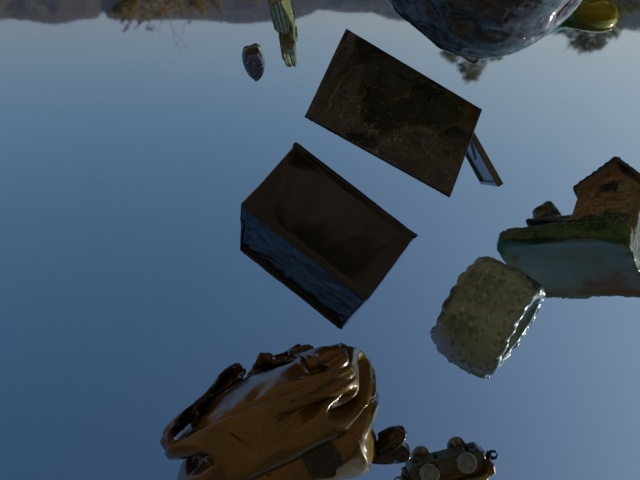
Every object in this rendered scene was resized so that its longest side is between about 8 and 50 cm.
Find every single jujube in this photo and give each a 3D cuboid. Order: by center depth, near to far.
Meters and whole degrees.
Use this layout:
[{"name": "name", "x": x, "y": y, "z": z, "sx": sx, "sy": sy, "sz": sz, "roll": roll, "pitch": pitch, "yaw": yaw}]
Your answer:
[{"name": "jujube", "x": 0.192, "y": -0.373, "z": 0.630, "sx": 0.308, "sy": 0.215, "sz": 0.246, "roll": 31, "pitch": -118, "yaw": -7}]

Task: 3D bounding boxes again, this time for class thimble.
[{"name": "thimble", "x": 0.354, "y": 0.164, "z": 1.097, "sx": 0.172, "sy": 0.205, "sz": 0.250, "roll": 32, "pitch": -98, "yaw": 30}]

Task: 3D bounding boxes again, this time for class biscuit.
[{"name": "biscuit", "x": -0.093, "y": -0.565, "z": 1.272, "sx": 0.046, "sy": 0.147, "sz": 0.250, "roll": -3, "pitch": 164, "yaw": 4}]

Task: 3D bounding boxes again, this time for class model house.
[{"name": "model house", "x": 0.616, "y": -0.036, "z": 1.185, "sx": 0.312, "sy": 0.245, "sz": 0.280, "roll": -5, "pitch": -134, "yaw": 51}]

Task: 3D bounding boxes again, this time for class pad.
[{"name": "pad", "x": 0.172, "y": -0.281, "z": 1.108, "sx": 0.368, "sy": 0.007, "sz": 0.247, "roll": 27, "pitch": -108, "yaw": -12}]

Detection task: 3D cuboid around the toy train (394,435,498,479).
[{"name": "toy train", "x": 0.262, "y": 0.485, "z": 1.032, "sx": 0.219, "sy": 0.127, "sz": 0.089, "roll": -15, "pitch": -176, "yaw": -1}]

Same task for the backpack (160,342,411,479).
[{"name": "backpack", "x": -0.053, "y": 0.283, "z": 0.816, "sx": 0.354, "sy": 0.201, "sz": 0.378, "roll": -20, "pitch": 180, "yaw": 8}]

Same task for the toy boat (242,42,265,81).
[{"name": "toy boat", "x": -0.178, "y": -0.480, "z": 1.342, "sx": 0.059, "sy": 0.140, "sz": 0.066, "roll": -9, "pitch": -105, "yaw": -3}]

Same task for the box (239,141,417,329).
[{"name": "box", "x": 0.001, "y": -0.001, "z": 1.159, "sx": 0.345, "sy": 0.251, "sz": 0.204, "roll": 37, "pitch": -114, "yaw": 7}]

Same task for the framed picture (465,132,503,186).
[{"name": "framed picture", "x": 0.413, "y": -0.244, "z": 1.374, "sx": 0.020, "sy": 0.211, "sz": 0.289, "roll": -30, "pitch": -179, "yaw": 13}]

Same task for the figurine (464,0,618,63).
[{"name": "figurine", "x": 0.417, "y": -0.511, "z": 1.009, "sx": 0.340, "sy": 0.231, "sz": 0.323, "roll": -24, "pitch": -108, "yaw": -8}]
